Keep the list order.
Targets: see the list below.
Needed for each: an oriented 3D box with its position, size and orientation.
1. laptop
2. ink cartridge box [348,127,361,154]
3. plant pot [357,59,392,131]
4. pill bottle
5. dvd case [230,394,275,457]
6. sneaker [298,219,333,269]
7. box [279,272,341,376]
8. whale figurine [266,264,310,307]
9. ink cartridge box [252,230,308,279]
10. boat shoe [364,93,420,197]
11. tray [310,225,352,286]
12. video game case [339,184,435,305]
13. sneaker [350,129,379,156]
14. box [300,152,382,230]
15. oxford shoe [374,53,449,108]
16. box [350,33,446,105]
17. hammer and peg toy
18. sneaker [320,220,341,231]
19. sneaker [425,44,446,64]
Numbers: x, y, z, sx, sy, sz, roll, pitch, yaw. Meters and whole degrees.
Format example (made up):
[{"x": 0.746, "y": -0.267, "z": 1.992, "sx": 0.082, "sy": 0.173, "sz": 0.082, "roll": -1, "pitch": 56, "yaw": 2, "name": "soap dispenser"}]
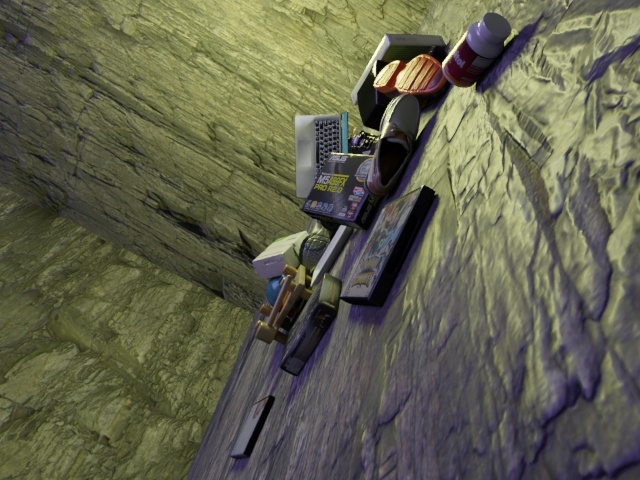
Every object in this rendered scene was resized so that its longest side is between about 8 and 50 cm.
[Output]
[{"x": 0.000, "y": -0.359, "z": 2.467, "sx": 0.236, "sy": 0.408, "sz": 0.382, "roll": -16, "pitch": -72, "yaw": -57, "name": "laptop"}, {"x": 0.162, "y": -0.411, "z": 2.565, "sx": 0.067, "sy": 0.115, "sz": 0.198, "roll": -64, "pitch": 7, "yaw": -27, "name": "ink cartridge box"}, {"x": 0.235, "y": -0.478, "z": 1.968, "sx": 0.187, "sy": 0.188, "sz": 0.167, "roll": 127, "pitch": 157, "yaw": -57, "name": "plant pot"}, {"x": 0.326, "y": -0.397, "z": 1.181, "sx": 0.086, "sy": 0.086, "sz": 0.152, "roll": -65, "pitch": 6, "yaw": -29, "name": "pill bottle"}, {"x": -0.209, "y": 0.569, "z": 1.721, "sx": 0.180, "sy": 0.022, "sz": 0.253, "roll": -65, "pitch": 6, "yaw": -27, "name": "dvd case"}, {"x": 0.000, "y": 0.000, "z": 2.280, "sx": 0.129, "sy": 0.111, "sz": 0.297, "roll": 94, "pitch": -159, "yaw": -59, "name": "sneaker"}, {"x": -0.025, "y": 0.224, "z": 1.531, "sx": 0.231, "sy": 0.056, "sz": 0.183, "roll": -60, "pitch": 6, "yaw": 22, "name": "box"}, {"x": -0.123, "y": 0.158, "z": 2.297, "sx": 0.272, "sy": 0.141, "sz": 0.216, "roll": -62, "pitch": 4, "yaw": -31, "name": "whale figurine"}, {"x": -0.148, "y": 0.060, "z": 2.278, "sx": 0.160, "sy": 0.093, "sz": 0.219, "roll": -15, "pitch": 18, "yaw": 31, "name": "ink cartridge box"}, {"x": 0.209, "y": -0.264, "z": 1.540, "sx": 0.103, "sy": 0.113, "sz": 0.302, "roll": 163, "pitch": 124, "yaw": -80, "name": "boat shoe"}, {"x": 0.045, "y": 0.032, "z": 1.948, "sx": 0.270, "sy": 0.030, "sz": 0.145, "roll": -60, "pitch": 7, "yaw": 20, "name": "tray"}, {"x": 0.132, "y": 0.020, "z": 1.199, "sx": 0.248, "sy": 0.035, "sz": 0.275, "roll": -63, "pitch": 6, "yaw": -9, "name": "video game case"}, {"x": 0.173, "y": -0.321, "z": 1.955, "sx": 0.098, "sy": 0.135, "sz": 0.276, "roll": -60, "pitch": 7, "yaw": -2, "name": "sneaker"}, {"x": 0.080, "y": -0.155, "z": 1.716, "sx": 0.270, "sy": 0.060, "sz": 0.216, "roll": 16, "pitch": 77, "yaw": 52, "name": "box"}, {"x": 0.294, "y": -0.460, "z": 1.682, "sx": 0.130, "sy": 0.132, "sz": 0.364, "roll": -54, "pitch": 25, "yaw": 5, "name": "oxford shoe"}, {"x": 0.273, "y": -0.609, "z": 2.042, "sx": 0.322, "sy": 0.232, "sz": 0.058, "roll": 129, "pitch": 129, "yaw": -58, "name": "box"}, {"x": -0.121, "y": 0.233, "z": 2.003, "sx": 0.266, "sy": 0.127, "sz": 0.361, "roll": -60, "pitch": 7, "yaw": 9, "name": "hammer and peg toy"}, {"x": 0.092, "y": -0.171, "z": 2.154, "sx": 0.286, "sy": 0.109, "sz": 0.130, "roll": -56, "pitch": 2, "yaw": 36, "name": "sneaker"}, {"x": 0.351, "y": -0.563, "z": 1.764, "sx": 0.118, "sy": 0.083, "sz": 0.222, "roll": -57, "pitch": 8, "yaw": 5, "name": "sneaker"}]
